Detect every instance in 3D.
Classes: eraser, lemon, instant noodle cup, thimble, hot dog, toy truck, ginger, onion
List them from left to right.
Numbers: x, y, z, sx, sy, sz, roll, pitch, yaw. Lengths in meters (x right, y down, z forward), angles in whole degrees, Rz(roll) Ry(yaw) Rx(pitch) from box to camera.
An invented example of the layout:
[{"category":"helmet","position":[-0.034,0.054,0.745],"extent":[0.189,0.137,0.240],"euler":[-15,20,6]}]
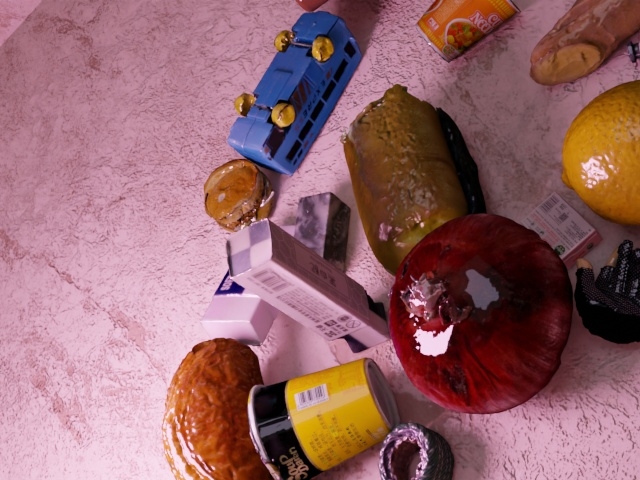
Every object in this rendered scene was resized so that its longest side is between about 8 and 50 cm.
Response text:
[{"category":"hot dog","position":[-0.180,0.372,1.819],"extent":[0.174,0.267,0.387],"euler":[-23,55,13]},{"category":"eraser","position":[-0.133,0.091,2.006],"extent":[0.130,0.086,0.287],"euler":[-4,41,29]},{"category":"toy truck","position":[-0.058,-0.348,2.221],"extent":[0.161,0.162,0.384],"euler":[19,75,42]},{"category":"eraser","position":[-0.012,0.093,1.760],"extent":[0.098,0.404,0.096],"euler":[-25,54,23]},{"category":"instant noodle cup","position":[0.012,0.325,1.758],"extent":[0.236,0.215,0.215],"euler":[-25,52,14]},{"category":"thimble","position":[0.165,0.393,1.669],"extent":[0.119,0.090,0.135],"euler":[0,67,39]},{"category":"instant noodle cup","position":[0.307,-0.489,2.051],"extent":[0.185,0.168,0.168],"euler":[-42,47,18]},{"category":"onion","position":[0.247,0.117,1.612],"extent":[0.348,0.285,0.347],"euler":[-12,71,39]},{"category":"ginger","position":[0.550,-0.432,1.848],"extent":[0.354,0.126,0.190],"euler":[-42,43,8]},{"category":"lemon","position":[0.546,-0.148,1.608],"extent":[0.267,0.267,0.267],"euler":[-18,55,27]}]

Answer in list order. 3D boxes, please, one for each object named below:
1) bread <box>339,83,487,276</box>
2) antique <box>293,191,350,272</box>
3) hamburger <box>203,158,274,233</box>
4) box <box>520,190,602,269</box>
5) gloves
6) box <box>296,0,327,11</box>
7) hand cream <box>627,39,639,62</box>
[{"category":"bread","position":[0.178,-0.116,1.894],"extent":[0.251,0.208,0.376],"euler":[-30,54,25]},{"category":"antique","position":[0.000,0.000,2.023],"extent":[0.086,0.088,0.182],"euler":[-11,59,32]},{"category":"hamburger","position":[-0.181,-0.096,2.206],"extent":[0.186,0.113,0.177],"euler":[-4,56,26]},{"category":"box","position":[0.440,-0.019,1.741],"extent":[0.089,0.043,0.125],"euler":[-42,48,9]},{"category":"gloves","position":[0.502,0.083,1.616],"extent":[0.129,0.106,0.180],"euler":[-5,33,31]},{"category":"box","position":[0.017,-0.712,2.258],"extent":[0.229,0.239,0.339],"euler":[-33,13,21]},{"category":"hand cream","position":[0.701,-0.381,1.759],"extent":[0.256,0.055,0.088],"euler":[-13,48,28]}]
